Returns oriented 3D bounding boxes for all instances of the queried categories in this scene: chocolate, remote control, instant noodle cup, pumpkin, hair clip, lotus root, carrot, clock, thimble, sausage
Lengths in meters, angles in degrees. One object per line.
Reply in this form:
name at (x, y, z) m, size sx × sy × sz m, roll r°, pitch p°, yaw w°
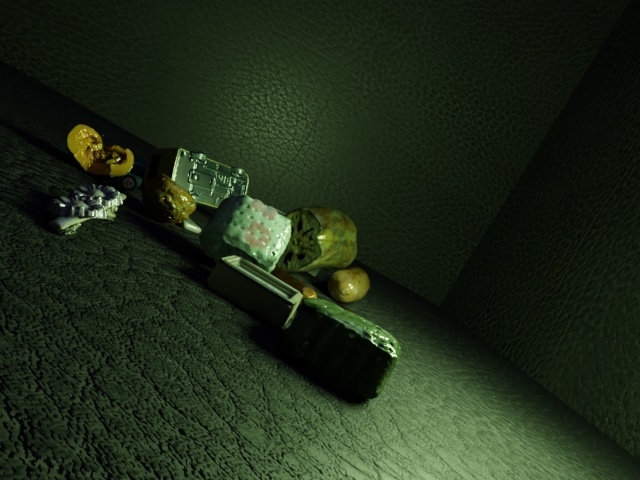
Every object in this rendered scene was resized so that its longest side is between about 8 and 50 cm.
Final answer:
chocolate at (0.109, 0.247, 1.655) m, size 0.086 × 0.028 × 0.182 m, roll 37°, pitch 0°, yaw -45°
remote control at (-0.448, -0.090, 1.660) m, size 0.067 × 0.029 × 0.261 m, roll 26°, pitch 6°, yaw -46°
instant noodle cup at (-0.645, -0.249, 1.873) m, size 0.179 × 0.070 × 0.157 m, roll 28°, pitch 7°, yaw -44°
pumpkin at (-0.639, -0.241, 1.547) m, size 0.183 × 0.119 × 0.107 m, roll 34°, pitch -33°, yaw -19°
hair clip at (-0.458, -0.060, 1.059) m, size 0.106 × 0.085 × 0.292 m, roll 13°, pitch 11°, yaw -5°
lotus root at (0.000, 0.000, 1.930) m, size 0.250 × 0.251 × 0.346 m, roll 34°, pitch 16°, yaw 32°
carrot at (-0.130, 0.103, 1.500) m, size 0.314 × 0.066 × 0.066 m, roll 30°, pitch 3°, yaw 38°
clock at (-0.143, 0.111, 1.203) m, size 0.192 × 0.071 × 0.147 m, roll 31°, pitch 4°, yaw 5°
thimble at (-0.179, -0.006, 1.342) m, size 0.210 × 0.149 × 0.185 m, roll 12°, pitch -33°, yaw 21°
sausage at (0.120, 0.164, 2.044) m, size 0.136 × 0.123 × 0.501 m, roll 4°, pitch 0°, yaw 9°

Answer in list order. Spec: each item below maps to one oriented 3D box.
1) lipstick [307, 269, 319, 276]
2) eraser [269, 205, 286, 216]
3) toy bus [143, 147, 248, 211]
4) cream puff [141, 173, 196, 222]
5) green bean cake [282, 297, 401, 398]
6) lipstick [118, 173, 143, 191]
lipstick at (-0.164, 0.015, 2.073) m, size 0.371 × 0.076 × 0.080 m, roll 30°, pitch 3°, yaw -10°
eraser at (-0.125, -0.054, 2.076) m, size 0.076 × 0.078 × 0.298 m, roll 32°, pitch 4°, yaw 22°
toy bus at (-0.428, -0.208, 1.903) m, size 0.201 × 0.177 × 0.365 m, roll 9°, pitch -4°, yaw 33°
cream puff at (-0.424, -0.109, 1.487) m, size 0.150 × 0.115 × 0.165 m, roll 37°, pitch -6°, yaw -7°
green bean cake at (0.043, 0.209, 1.081) m, size 0.227 × 0.125 × 0.222 m, roll 27°, pitch 3°, yaw 11°
lipstick at (-0.587, -0.189, 1.692) m, size 0.053 × 0.053 × 0.234 m, roll 30°, pitch 3°, yaw -14°
